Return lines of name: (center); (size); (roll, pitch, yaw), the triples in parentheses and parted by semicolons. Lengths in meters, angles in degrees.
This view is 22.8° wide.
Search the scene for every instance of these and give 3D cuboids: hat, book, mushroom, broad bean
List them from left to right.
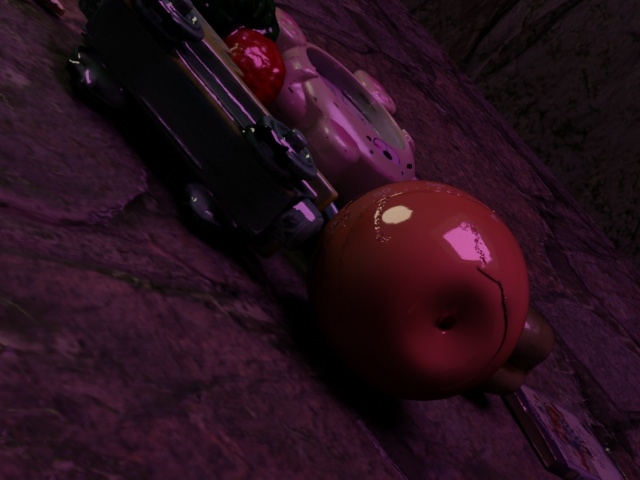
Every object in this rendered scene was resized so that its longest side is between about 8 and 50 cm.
mushroom: (-0.328, -0.296, 1.817); (0.101, 0.019, 0.049); (50, 17, 8)
hat: (-0.134, -0.310, 1.996); (0.274, 0.242, 0.332); (2, 57, -51)
broad bean: (0.164, 0.088, 1.990); (0.263, 0.121, 0.189); (39, 14, 36)
book: (0.329, 0.267, 2.087); (0.231, 0.026, 0.157); (31, 21, -44)

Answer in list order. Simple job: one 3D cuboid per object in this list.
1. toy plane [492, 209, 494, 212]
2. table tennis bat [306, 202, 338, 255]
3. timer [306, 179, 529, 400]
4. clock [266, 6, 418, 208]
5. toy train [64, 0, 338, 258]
toy plane: (0.211, 0.004, 2.315); (0.077, 0.126, 0.194); (14, 24, -8)
table tennis bat: (-0.015, -0.028, 1.853); (0.201, 0.033, 0.124); (45, -30, 47)
timer: (0.102, 0.050, 1.667); (0.229, 0.229, 0.215); (38, 6, -25)
clock: (0.022, -0.163, 2.215); (0.284, 0.114, 0.309); (33, 21, -43)
toy train: (-0.118, -0.132, 1.735); (0.369, 0.150, 0.237); (50, 10, 10)
